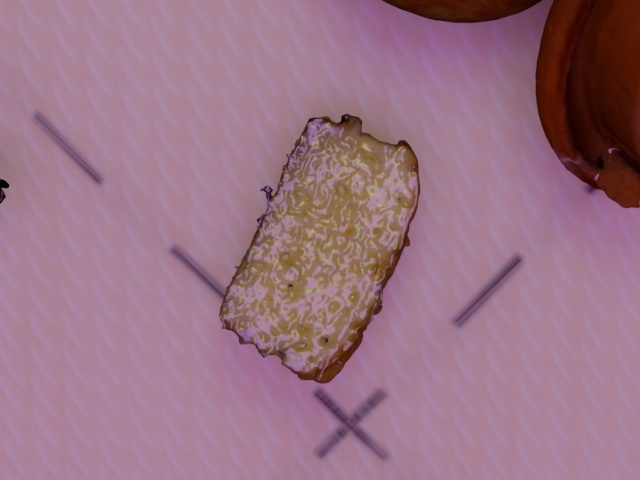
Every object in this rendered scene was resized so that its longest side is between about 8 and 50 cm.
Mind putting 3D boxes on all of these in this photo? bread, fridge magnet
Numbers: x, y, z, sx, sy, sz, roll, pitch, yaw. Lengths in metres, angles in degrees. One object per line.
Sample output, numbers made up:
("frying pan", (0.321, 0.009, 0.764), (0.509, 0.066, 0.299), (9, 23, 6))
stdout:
("bread", (0.000, 0.000, 1.437), (0.143, 0.139, 0.229), (26, 94, -6))
("fridge magnet", (0.341, -0.184, 1.324), (0.363, 0.155, 0.363), (-22, 137, -22))

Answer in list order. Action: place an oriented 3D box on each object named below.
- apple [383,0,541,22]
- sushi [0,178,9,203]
("apple", (0.140, -0.326, 1.313), (0.309, 0.277, 0.250), (-26, 130, 24))
("sushi", (-0.410, -0.093, 1.429), (0.287, 0.149, 0.140), (40, 81, 19))
